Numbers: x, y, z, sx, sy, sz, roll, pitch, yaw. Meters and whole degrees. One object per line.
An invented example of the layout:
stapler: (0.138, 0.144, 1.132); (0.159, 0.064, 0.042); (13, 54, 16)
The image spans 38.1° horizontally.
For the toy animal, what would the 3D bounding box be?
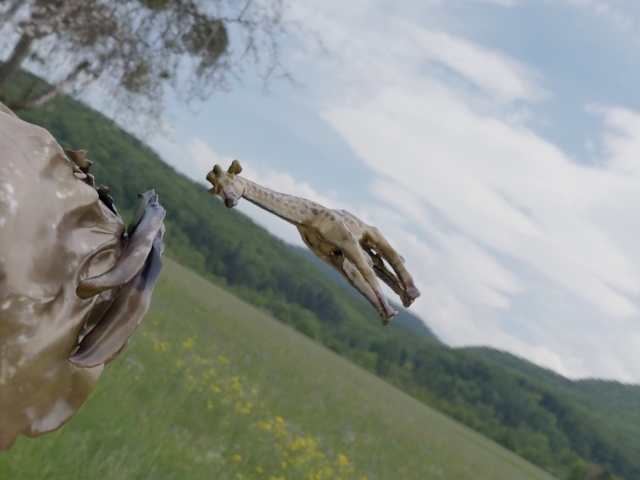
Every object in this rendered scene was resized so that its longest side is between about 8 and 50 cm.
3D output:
toy animal: (0.001, -0.005, 0.960); (0.275, 0.054, 0.149); (40, 27, -18)

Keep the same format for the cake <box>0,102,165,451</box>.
cake: (-0.307, 0.033, 0.862); (0.321, 0.332, 0.332); (-4, 12, -29)
